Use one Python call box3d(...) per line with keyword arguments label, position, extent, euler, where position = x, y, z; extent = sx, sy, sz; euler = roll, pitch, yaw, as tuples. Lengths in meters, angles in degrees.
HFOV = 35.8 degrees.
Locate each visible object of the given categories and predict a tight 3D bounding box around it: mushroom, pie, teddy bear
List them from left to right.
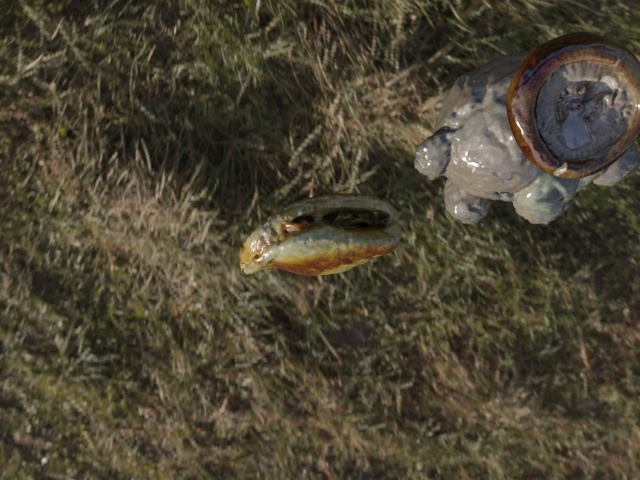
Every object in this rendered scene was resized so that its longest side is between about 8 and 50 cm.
box3d(label="pie", position=(0.000, 0.000, 1.228), extent=(0.205, 0.179, 0.084), euler=(-4, 76, -29))
box3d(label="teddy bear", position=(0.215, -0.102, 0.977), extent=(0.236, 0.267, 0.151), euler=(-34, 80, 19))
box3d(label="mushroom", position=(0.210, -0.111, 0.807), extent=(0.123, 0.052, 0.123), euler=(-2, 118, -5))
